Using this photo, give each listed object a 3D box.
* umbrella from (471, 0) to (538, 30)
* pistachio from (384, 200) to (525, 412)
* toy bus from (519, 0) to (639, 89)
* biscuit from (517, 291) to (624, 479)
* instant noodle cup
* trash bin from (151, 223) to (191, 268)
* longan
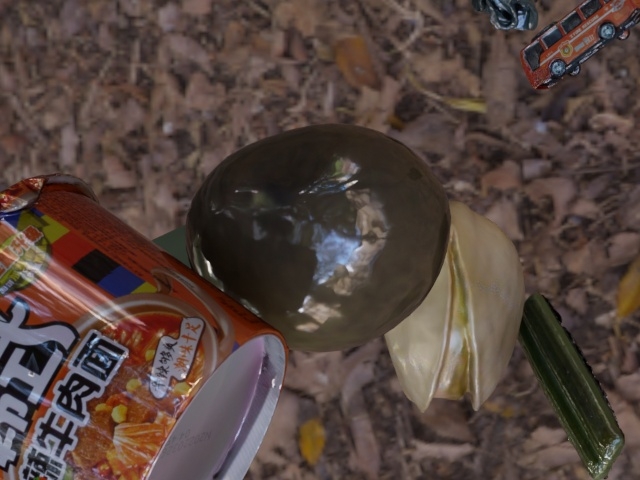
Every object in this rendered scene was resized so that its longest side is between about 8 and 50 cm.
[{"bbox_3d":[0.260,-0.388,1.800,0.094,0.349,0.143,5,104,0],"label":"umbrella"},{"bbox_3d":[0.197,0.100,1.890,0.229,0.238,0.321,0,90,3],"label":"pistachio"},{"bbox_3d":[0.208,-0.164,0.988,0.110,0.031,0.043,-37,74,35],"label":"toy bus"},{"bbox_3d":[0.362,0.206,1.843,0.322,0.038,0.099,-112,35,-45],"label":"biscuit"},{"bbox_3d":[-0.152,0.102,0.850,0.192,0.250,0.250,26,115,18],"label":"instant noodle cup"},{"bbox_3d":[-0.182,0.096,1.555,0.158,0.343,0.223,64,178,-24],"label":"trash bin"},{"bbox_3d":[0.000,0.000,0.991,0.212,0.198,0.198,-16,81,4],"label":"longan"}]
